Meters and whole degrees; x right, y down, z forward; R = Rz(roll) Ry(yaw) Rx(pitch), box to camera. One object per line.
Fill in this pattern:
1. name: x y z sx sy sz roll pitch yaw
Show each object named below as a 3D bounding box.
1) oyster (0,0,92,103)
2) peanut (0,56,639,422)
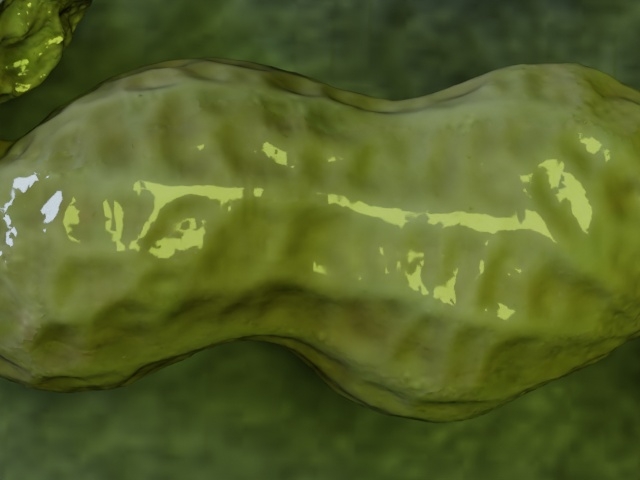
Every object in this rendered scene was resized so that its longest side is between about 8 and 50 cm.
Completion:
1. oyster: -0.177 -0.052 0.524 0.209 0.133 0.072 -47 138 -12
2. peanut: 0.000 0.000 0.536 0.298 0.120 0.136 1 84 -8
